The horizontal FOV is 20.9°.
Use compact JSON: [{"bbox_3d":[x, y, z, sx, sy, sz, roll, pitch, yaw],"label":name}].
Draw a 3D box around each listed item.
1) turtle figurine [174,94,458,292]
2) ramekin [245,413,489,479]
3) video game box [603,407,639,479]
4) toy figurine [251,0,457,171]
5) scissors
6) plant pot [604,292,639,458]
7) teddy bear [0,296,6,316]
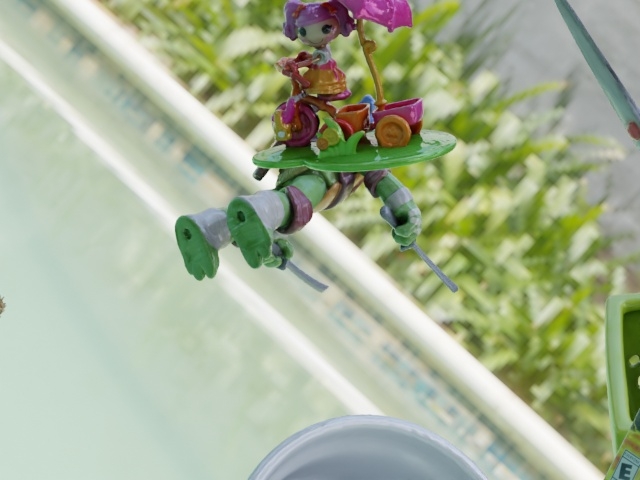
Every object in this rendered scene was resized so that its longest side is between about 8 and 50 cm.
[{"bbox_3d":[0.000,0.000,1.798,0.198,0.274,0.266,27,33,36],"label":"turtle figurine"},{"bbox_3d":[0.024,0.293,1.426,0.277,0.277,0.135,41,-32,-8],"label":"ramekin"},{"bbox_3d":[0.310,0.132,1.152,0.048,0.187,0.205,20,9,-45],"label":"video game box"},{"bbox_3d":[0.017,-0.146,1.410,0.130,0.173,0.159,-44,129,-67],"label":"toy figurine"},{"bbox_3d":[0.254,-0.066,1.355,0.297,0.021,0.109,54,-22,27],"label":"scissors"},{"bbox_3d":[0.389,0.195,1.670,0.228,0.227,0.207,-78,166,-57],"label":"plant pot"},{"bbox_3d":[-0.557,0.108,2.156,0.245,0.113,0.338,29,46,4],"label":"teddy bear"}]
